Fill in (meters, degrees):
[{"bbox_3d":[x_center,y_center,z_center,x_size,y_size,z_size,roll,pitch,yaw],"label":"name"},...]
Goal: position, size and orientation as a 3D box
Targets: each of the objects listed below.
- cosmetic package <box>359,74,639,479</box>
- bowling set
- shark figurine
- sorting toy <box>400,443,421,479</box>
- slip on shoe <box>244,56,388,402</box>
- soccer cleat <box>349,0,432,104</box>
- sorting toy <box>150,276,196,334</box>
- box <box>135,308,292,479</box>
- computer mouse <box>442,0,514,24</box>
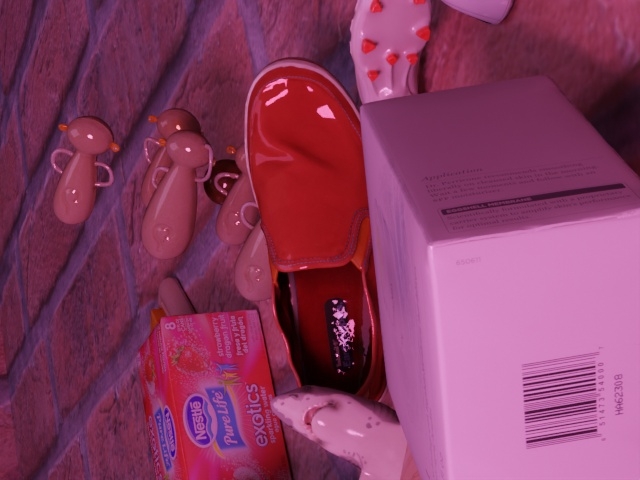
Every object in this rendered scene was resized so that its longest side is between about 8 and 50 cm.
[{"bbox_3d":[0.115,0.044,0.880,0.224,0.138,0.224,-106,8,-64],"label":"cosmetic package"},{"bbox_3d":[-0.132,-0.079,1.536,0.200,0.287,0.154,-66,-4,-58],"label":"bowling set"},{"bbox_3d":[0.083,0.229,1.190,0.116,0.166,0.278,-68,-41,-83],"label":"shark figurine"},{"bbox_3d":[0.120,0.220,1.078,0.132,0.046,0.274,22,109,40],"label":"sorting toy"},{"bbox_3d":[0.000,0.000,1.262,0.101,0.123,0.331,-23,-75,-81],"label":"slip on shoe"},{"bbox_3d":[0.054,-0.150,1.164,0.076,0.068,0.196,-108,9,-45],"label":"soccer cleat"},{"bbox_3d":[-0.195,0.182,1.896,0.193,0.038,0.208,-126,39,-53],"label":"sorting toy"},{"bbox_3d":[-0.121,0.219,1.606,0.128,0.123,0.256,130,132,-58],"label":"box"},{"bbox_3d":[0.096,-0.232,1.119,0.193,0.042,0.106,-124,38,-52],"label":"computer mouse"}]
